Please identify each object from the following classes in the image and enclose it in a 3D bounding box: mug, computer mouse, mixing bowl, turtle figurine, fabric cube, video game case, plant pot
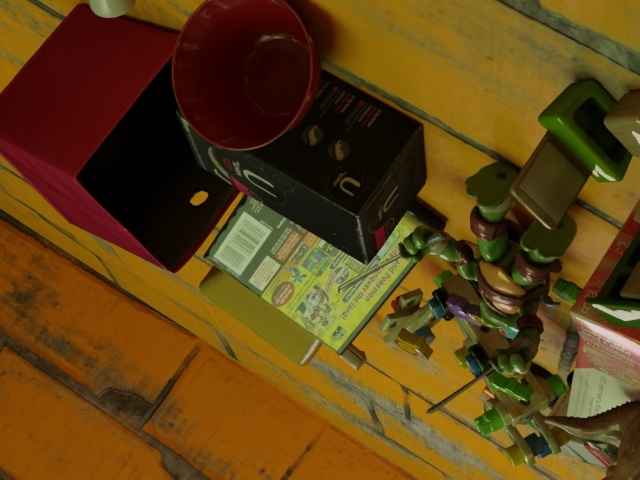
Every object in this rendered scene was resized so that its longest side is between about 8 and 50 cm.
[{"bbox_3d":[-0.282,-0.334,1.629,0.078,0.062,0.064,23,153,21],"label":"mug"},{"bbox_3d":[0.399,0.282,2.050,0.242,0.041,0.071,43,163,-26],"label":"computer mouse"},{"bbox_3d":[-0.067,-0.192,1.438,0.181,0.181,0.098,29,-165,24],"label":"mixing bowl"},{"bbox_3d":[0.180,0.056,1.474,0.275,0.197,0.266,-4,145,-9],"label":"turtle figurine"},{"bbox_3d":[-0.281,-0.147,1.817,0.258,0.254,0.259,22,160,40],"label":"fabric cube"},{"bbox_3d":[0.000,0.000,1.760,0.248,0.035,0.275,36,124,-1],"label":"video game case"},{"bbox_3d":[-0.025,0.033,1.942,0.212,0.212,0.187,37,151,-6],"label":"plant pot"}]

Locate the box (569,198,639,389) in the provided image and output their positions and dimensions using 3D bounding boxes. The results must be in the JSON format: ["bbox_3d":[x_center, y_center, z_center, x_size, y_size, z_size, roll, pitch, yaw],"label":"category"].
[{"bbox_3d":[0.419,0.099,1.235,0.300,0.154,0.142,24,161,34],"label":"box"}]

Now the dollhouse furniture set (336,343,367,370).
[{"bbox_3d":[0.026,0.125,2.359,0.182,0.101,0.161,39,-171,-16],"label":"dollhouse furniture set"}]

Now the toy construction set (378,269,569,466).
[{"bbox_3d":[0.227,0.164,1.806,0.328,0.151,0.215,43,168,26],"label":"toy construction set"}]

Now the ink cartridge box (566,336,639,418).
[{"bbox_3d":[0.415,0.169,1.432,0.237,0.100,0.172,26,132,32],"label":"ink cartridge box"}]

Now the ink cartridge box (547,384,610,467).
[{"bbox_3d":[0.406,0.267,1.855,0.063,0.109,0.150,40,165,-21],"label":"ink cartridge box"}]

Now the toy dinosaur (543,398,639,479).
[{"bbox_3d":[0.382,0.241,1.347,0.295,0.127,0.200,46,133,39],"label":"toy dinosaur"}]

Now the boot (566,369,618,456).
[{"bbox_3d":[0.413,0.286,1.652,0.229,0.091,0.263,61,-167,-8],"label":"boot"}]

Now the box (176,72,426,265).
[{"bbox_3d":[-0.020,-0.114,1.561,0.270,0.143,0.165,30,165,18],"label":"box"}]

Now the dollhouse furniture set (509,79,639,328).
[{"bbox_3d":[0.317,-0.034,1.053,0.197,0.151,0.301,42,164,-21],"label":"dollhouse furniture set"}]

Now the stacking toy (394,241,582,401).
[{"bbox_3d":[0.225,0.106,1.652,0.221,0.167,0.052,23,160,38],"label":"stacking toy"}]

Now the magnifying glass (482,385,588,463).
[{"bbox_3d":[0.391,0.324,2.239,0.231,0.026,0.092,32,165,8],"label":"magnifying glass"}]
